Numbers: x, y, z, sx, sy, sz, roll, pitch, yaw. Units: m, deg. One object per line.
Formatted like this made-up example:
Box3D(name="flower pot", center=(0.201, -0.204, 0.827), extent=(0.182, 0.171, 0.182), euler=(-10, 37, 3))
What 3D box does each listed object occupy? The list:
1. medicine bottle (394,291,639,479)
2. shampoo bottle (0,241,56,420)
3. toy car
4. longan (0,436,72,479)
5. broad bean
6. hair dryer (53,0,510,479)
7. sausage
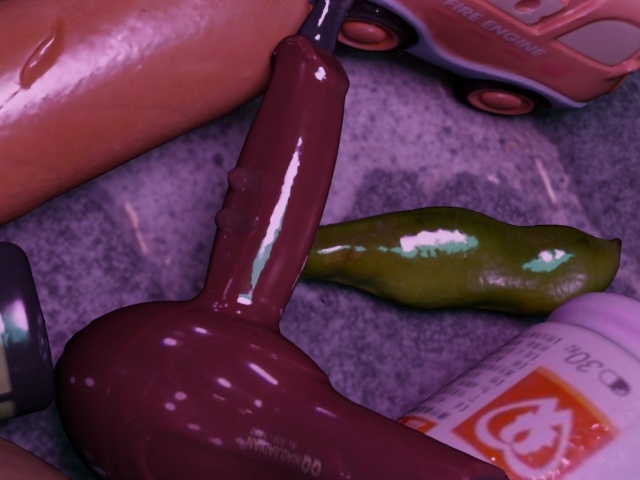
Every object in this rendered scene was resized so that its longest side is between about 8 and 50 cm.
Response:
Box3D(name="medicine bottle", center=(0.101, 0.191, 0.794), extent=(0.316, 0.202, 0.202), euler=(-32, 92, -22))
Box3D(name="shampoo bottle", center=(-0.293, 0.076, 0.724), extent=(0.284, 0.101, 0.101), euler=(-13, 85, -14))
Box3D(name="toy car", center=(0.138, -0.202, 0.852), extent=(0.270, 0.212, 0.180), euler=(21, 74, -33))
Box3D(name="longan", center=(-0.203, 0.237, 0.649), extent=(0.297, 0.297, 0.297), euler=(3, 80, -19))
Box3D(name="broad bean", center=(0.059, 0.026, 0.890), extent=(0.318, 0.056, 0.098), euler=(-11, 100, -14))
Box3D(name="hair dryer", center=(0.000, 0.000, 0.731), extent=(0.123, 0.312, 0.340), euler=(27, 75, -43))
Box3D(name="sausage", center=(-0.141, -0.101, 0.801), extent=(0.304, 0.121, 0.121), euler=(-29, 91, -21))
